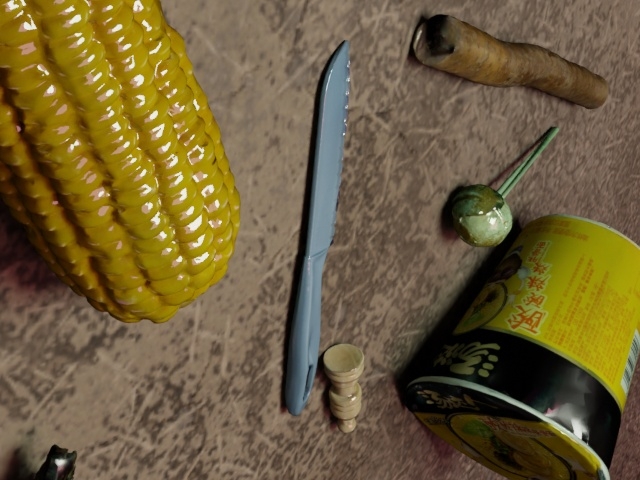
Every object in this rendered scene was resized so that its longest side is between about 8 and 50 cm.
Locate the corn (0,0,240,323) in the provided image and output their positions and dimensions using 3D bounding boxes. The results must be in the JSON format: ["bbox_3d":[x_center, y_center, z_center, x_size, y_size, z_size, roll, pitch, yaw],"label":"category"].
[{"bbox_3d":[-0.127,-0.096,0.453,0.120,0.120,0.363,-45,140,-26],"label":"corn"}]

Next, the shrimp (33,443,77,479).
[{"bbox_3d":[-0.221,0.218,0.581,0.150,0.051,0.217,19,98,-47],"label":"shrimp"}]

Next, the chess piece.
[{"bbox_3d":[0.022,0.135,0.852,0.035,0.035,0.092,-37,139,-34],"label":"chess piece"}]

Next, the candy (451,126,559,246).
[{"bbox_3d":[0.189,-0.062,0.944,0.202,0.061,0.061,-45,140,-38],"label":"candy"}]

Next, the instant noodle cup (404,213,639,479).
[{"bbox_3d":[0.229,0.108,0.968,0.236,0.215,0.215,-58,144,-22],"label":"instant noodle cup"}]

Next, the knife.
[{"bbox_3d":[0.000,0.000,0.759,0.044,0.019,0.313,-25,128,-52],"label":"knife"}]

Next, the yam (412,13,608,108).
[{"bbox_3d":[0.190,-0.156,0.885,0.327,0.045,0.045,1,139,-52],"label":"yam"}]
